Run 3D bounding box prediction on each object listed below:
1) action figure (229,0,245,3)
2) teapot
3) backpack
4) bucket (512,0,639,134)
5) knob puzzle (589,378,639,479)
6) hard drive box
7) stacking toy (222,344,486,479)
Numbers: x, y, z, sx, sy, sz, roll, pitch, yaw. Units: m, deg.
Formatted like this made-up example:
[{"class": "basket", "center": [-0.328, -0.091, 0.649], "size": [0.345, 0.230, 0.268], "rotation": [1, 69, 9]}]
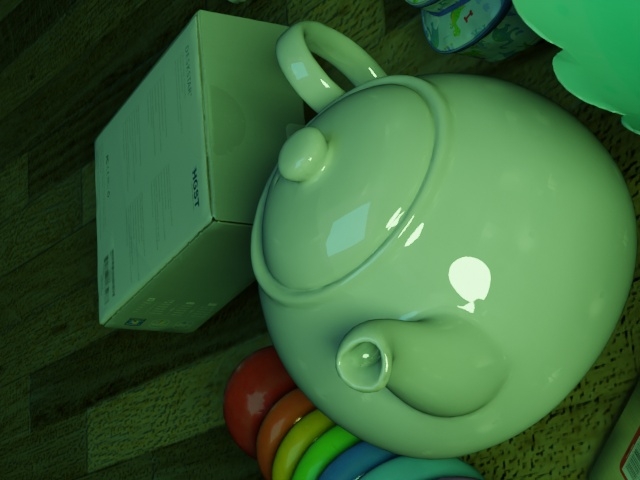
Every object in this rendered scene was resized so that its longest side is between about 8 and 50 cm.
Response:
[{"class": "action figure", "center": [-0.098, -0.295, 1.256], "size": [0.275, 0.141, 0.164], "rotation": [-6, 68, 28]}, {"class": "teapot", "center": [0.047, -0.010, 0.885], "size": [0.256, 0.187, 0.252], "rotation": [4, 62, 55]}, {"class": "backpack", "center": [0.102, -0.179, 0.985], "size": [0.105, 0.084, 0.114], "rotation": [-28, 64, 52]}, {"class": "bucket", "center": [0.243, -0.162, 0.695], "size": [0.281, 0.183, 0.281], "rotation": [-15, 71, 52]}, {"class": "knob puzzle", "center": [0.217, 0.117, 0.778], "size": [0.213, 0.030, 0.213], "rotation": [-165, 90, -73]}, {"class": "hard drive box", "center": [-0.102, -0.048, 1.215], "size": [0.232, 0.089, 0.181], "rotation": [-39, 51, 54]}, {"class": "stacking toy", "center": [0.020, 0.165, 0.995], "size": [0.330, 0.141, 0.141], "rotation": [37, 113, 56]}]
